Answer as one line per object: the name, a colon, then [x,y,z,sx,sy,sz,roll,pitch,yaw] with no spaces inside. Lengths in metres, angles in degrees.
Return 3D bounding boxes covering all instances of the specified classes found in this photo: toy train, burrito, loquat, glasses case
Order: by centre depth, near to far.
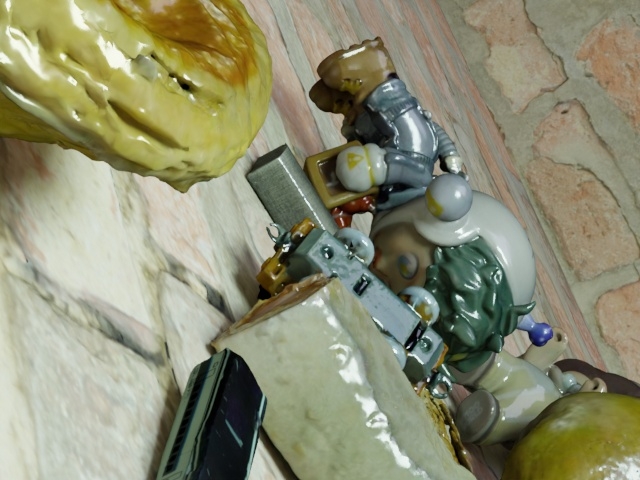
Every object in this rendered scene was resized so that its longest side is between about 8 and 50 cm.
toy train: [-0.081,0.160,0.938,0.055,0.048,0.252,60,19,-22]
burrito: [0.043,0.165,1.192,0.299,0.105,0.143,57,36,-11]
toy train: [0.021,0.073,1.308,0.219,0.127,0.089,43,46,-5]
glasses case: [0.000,0.000,1.513,0.205,0.047,0.071,57,14,-11]
loquat: [0.317,0.314,1.605,0.284,0.276,0.276,42,9,16]

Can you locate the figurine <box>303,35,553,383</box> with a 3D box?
figurine: [0.101,-0.030,1.602,0.382,0.186,0.261,60,-8,14]

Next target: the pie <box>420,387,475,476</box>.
pie: [0.128,0.266,1.432,0.274,0.055,0.274,61,12,-23]

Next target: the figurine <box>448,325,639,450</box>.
figurine: [0.299,0.238,1.828,0.380,0.203,0.248,31,23,-41]

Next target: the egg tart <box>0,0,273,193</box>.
egg tart: [-0.207,-0.200,0.930,0.443,0.178,0.443,52,18,-24]
